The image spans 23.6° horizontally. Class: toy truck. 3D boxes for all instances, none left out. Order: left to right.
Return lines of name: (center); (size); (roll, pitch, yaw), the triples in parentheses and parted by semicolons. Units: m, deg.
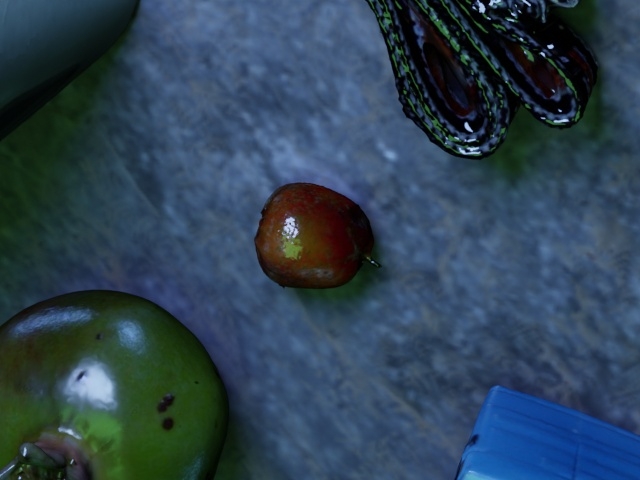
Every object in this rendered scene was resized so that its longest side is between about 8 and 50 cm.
toy truck: (0.109, 0.294, 1.009); (0.161, 0.162, 0.384); (19, 115, 7)

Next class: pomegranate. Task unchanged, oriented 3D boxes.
pomegranate: (-0.154, 0.131, 0.985); (0.182, 0.224, 0.181); (2, 105, 8)

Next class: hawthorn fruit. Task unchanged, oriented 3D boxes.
hawthorn fruit: (-0.006, -0.003, 0.978); (0.077, 0.077, 0.077); (5, 112, 13)

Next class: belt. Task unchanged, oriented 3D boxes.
belt: (0.027, -0.206, 0.877); (0.126, 0.094, 0.359); (-37, 97, 25)

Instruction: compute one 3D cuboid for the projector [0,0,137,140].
projector: (-0.287, -0.147, 0.898); (0.248, 0.249, 0.248); (-35, 97, 23)
